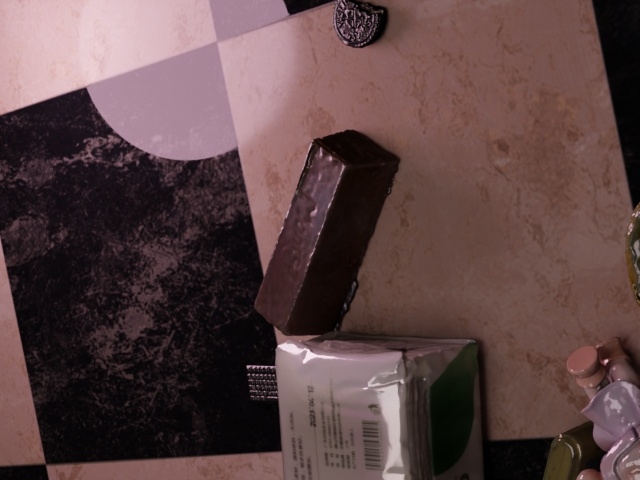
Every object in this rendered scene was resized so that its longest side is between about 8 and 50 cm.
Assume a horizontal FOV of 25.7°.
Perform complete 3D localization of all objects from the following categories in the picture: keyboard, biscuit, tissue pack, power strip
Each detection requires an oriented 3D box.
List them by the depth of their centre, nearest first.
[{"bbox_3d":[0.318,0.429,1.889,0.066,0.092,0.387,25,114,38],"label":"power strip"},{"bbox_3d":[0.086,0.313,2.002,0.266,0.194,0.356,1,97,41],"label":"tissue pack"},{"bbox_3d":[0.055,-0.320,2.022,0.089,0.027,0.087,-31,78,41],"label":"biscuit"},{"bbox_3d":[-0.039,0.228,2.213,0.204,0.013,0.061,-2,97,41],"label":"keyboard"}]

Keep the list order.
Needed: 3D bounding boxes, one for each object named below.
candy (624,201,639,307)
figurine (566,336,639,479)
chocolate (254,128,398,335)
[{"bbox_3d":[0.486,0.021,1.659,0.260,0.118,0.259,15,113,41],"label":"candy"},{"bbox_3d":[0.406,0.252,1.757,0.200,0.133,0.276,-29,73,10],"label":"figurine"},{"bbox_3d":[0.000,0.000,2.073,0.112,0.112,0.321,38,120,33],"label":"chocolate"}]
